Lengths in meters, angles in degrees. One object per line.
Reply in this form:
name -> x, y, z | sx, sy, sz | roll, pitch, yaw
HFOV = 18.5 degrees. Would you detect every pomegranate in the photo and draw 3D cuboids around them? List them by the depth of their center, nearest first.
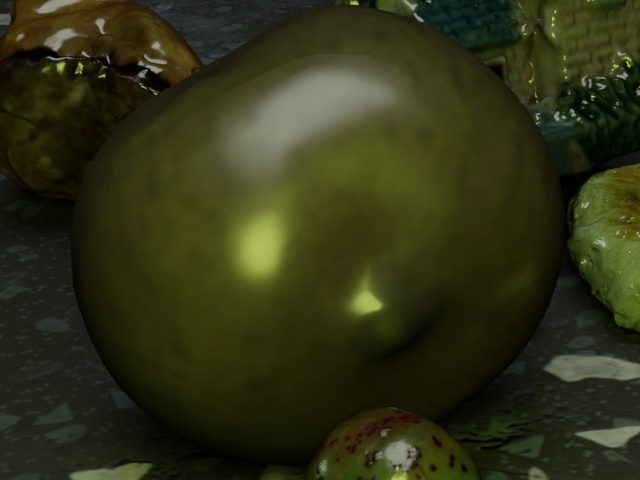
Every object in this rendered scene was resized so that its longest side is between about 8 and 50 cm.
pomegranate -> 0.045, 0.173, 1.306 | 0.130, 0.130, 0.130 | -4, 24, 2

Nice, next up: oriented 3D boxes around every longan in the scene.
longan -> 0.000, 0.000, 1.431 | 0.361, 0.361, 0.361 | -4, 24, 2

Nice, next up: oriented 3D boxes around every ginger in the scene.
ginger -> -0.202, -0.135, 1.925 | 0.269, 0.200, 0.223 | 4, 36, 15

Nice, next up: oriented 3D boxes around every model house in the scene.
model house -> 0.153, -0.208, 1.824 | 0.298, 0.284, 0.243 | -16, 16, -36

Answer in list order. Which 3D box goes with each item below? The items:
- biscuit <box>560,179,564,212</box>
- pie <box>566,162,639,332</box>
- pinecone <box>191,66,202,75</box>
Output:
biscuit -> 0.177, -0.062, 1.861 | 0.099, 0.038, 0.322 | -4, 17, 5
pie -> 0.360, 0.000, 1.692 | 0.323, 0.070, 0.323 | -3, 23, 1
pinecone -> -0.069, -0.054, 1.723 | 0.179, 0.204, 0.184 | -17, 11, -33
